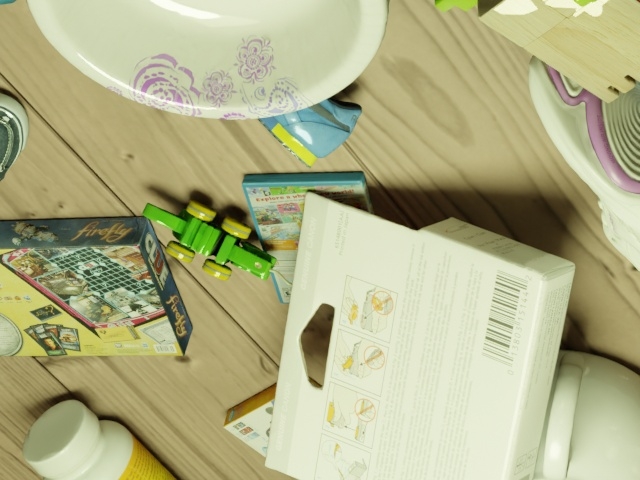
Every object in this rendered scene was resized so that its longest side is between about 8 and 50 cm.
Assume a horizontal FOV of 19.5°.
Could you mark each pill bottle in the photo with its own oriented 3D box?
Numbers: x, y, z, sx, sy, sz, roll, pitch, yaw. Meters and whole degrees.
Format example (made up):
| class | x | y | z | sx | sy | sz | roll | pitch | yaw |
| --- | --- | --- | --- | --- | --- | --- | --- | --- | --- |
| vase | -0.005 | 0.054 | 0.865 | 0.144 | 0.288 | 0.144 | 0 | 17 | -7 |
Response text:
| class | x | y | z | sx | sy | sz | roll | pitch | yaw |
| --- | --- | --- | --- | --- | --- | --- | --- | --- | --- |
| pill bottle | -0.234 | 0.275 | 2.075 | 0.118 | 0.117 | 0.208 | -18 | 128 | 31 |

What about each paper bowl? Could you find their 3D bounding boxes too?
| class | x | y | z | sx | sy | sz | roll | pitch | yaw |
| --- | --- | --- | --- | --- | --- | --- | --- | --- | --- |
| paper bowl | -0.082 | -0.235 | 1.458 | 0.284 | 0.148 | 0.284 | 4 | 144 | 3 |

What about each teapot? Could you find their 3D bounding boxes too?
| class | x | y | z | sx | sy | sz | roll | pitch | yaw |
| --- | --- | --- | --- | --- | --- | --- | --- | --- | --- |
| teapot | 0.236 | 0.241 | 1.857 | 0.256 | 0.187 | 0.252 | 40 | 131 | -23 |

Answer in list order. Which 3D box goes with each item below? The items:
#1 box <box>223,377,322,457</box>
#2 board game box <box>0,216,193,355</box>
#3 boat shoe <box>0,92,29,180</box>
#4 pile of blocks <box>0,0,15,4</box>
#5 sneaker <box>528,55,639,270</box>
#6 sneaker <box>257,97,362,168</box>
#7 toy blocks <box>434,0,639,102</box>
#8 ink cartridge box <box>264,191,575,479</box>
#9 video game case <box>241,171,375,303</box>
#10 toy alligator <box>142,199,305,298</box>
| class | x | y | z | sx | sy | sz | roll | pitch | yaw |
| --- | --- | --- | --- | --- | --- | --- | --- | --- | --- |
| box | -0.040 | 0.195 | 2.004 | 0.081 | 0.028 | 0.136 | 38 | 131 | -23 |
| board game box | -0.269 | 0.050 | 1.907 | 0.243 | 0.042 | 0.165 | -1 | 135 | 17 |
| boat shoe | -0.335 | -0.059 | 1.783 | 0.065 | 0.083 | 0.183 | 27 | 136 | -12 |
| pile of blocks | -0.368 | -0.245 | 1.605 | 0.362 | 0.149 | 0.112 | -11 | 88 | 14 |
| sneaker | 0.269 | -0.043 | 1.606 | 0.305 | 0.114 | 0.152 | 47 | 154 | -14 |
| sneaker | -0.053 | -0.159 | 1.626 | 0.209 | 0.069 | 0.082 | 43 | 98 | -15 |
| toy blocks | 0.310 | -0.213 | 1.399 | 0.261 | 0.190 | 0.381 | 28 | 138 | -30 |
| ink cartridge box | 0.087 | 0.121 | 1.746 | 0.261 | 0.066 | 0.296 | 21 | 113 | 31 |
| video game case | 0.000 | 0.000 | 1.799 | 0.119 | 0.015 | 0.166 | 0 | 135 | 17 |
| toy alligator | -0.083 | 0.010 | 1.801 | 0.190 | 0.051 | 0.056 | 26 | 96 | -2 |
